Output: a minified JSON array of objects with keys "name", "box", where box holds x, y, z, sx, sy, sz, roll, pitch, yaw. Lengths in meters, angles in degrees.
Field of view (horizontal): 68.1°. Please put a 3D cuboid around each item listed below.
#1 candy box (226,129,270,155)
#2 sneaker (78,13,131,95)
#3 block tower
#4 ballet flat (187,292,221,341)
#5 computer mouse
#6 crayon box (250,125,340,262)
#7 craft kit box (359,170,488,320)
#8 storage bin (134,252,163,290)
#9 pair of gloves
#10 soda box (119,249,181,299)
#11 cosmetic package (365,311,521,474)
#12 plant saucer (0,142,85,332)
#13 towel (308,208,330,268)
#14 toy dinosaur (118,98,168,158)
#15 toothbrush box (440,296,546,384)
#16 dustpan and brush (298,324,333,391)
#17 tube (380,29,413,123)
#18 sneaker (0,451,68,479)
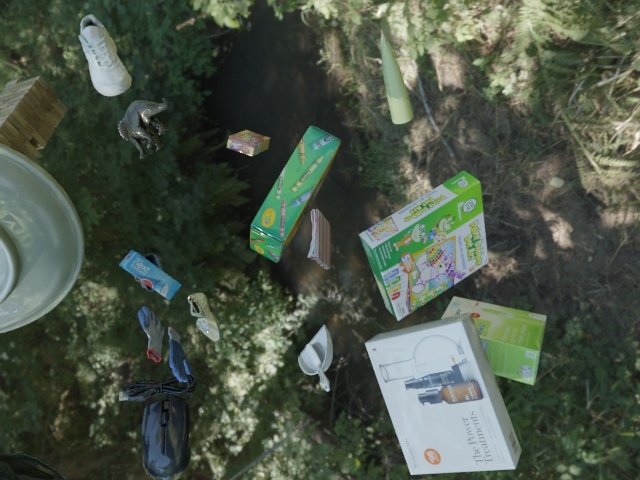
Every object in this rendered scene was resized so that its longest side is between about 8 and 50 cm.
[{"name":"candy box","box":[-0.281,-0.385,1.866,0.109,0.186,0.053,20,111,6]},{"name":"sneaker","box":[-0.530,-0.446,1.135,0.232,0.090,0.115,59,167,23]},{"name":"block tower","box":[-0.604,-0.189,0.912,0.091,0.097,0.335,65,-162,-47]},{"name":"ballet flat","box":[-0.314,0.206,1.261,0.168,0.053,0.057,53,130,41]},{"name":"computer mouse","box":[-0.400,0.485,1.196,0.072,0.189,0.272,161,103,-78]},{"name":"crayon box","box":[-0.060,-0.102,1.080,0.081,0.278,0.165,28,161,1]},{"name":"craft kit box","box":[0.223,0.019,0.971,0.061,0.247,0.249,48,169,45]},{"name":"storage bin","box":[-0.665,0.126,1.809,0.091,0.098,0.135,-10,103,50]},{"name":"pair of gloves","box":[-0.369,0.249,1.125,0.198,0.023,0.159,62,180,-42]},{"name":"soda box","box":[-0.610,0.125,1.708,0.210,0.071,0.067,45,161,-31]},{"name":"cosmetic package","box":[0.314,0.407,1.246,0.285,0.097,0.376,-22,85,34]},{"name":"plant saucer","box":[-0.617,0.020,0.784,0.100,0.401,0.400,-125,23,-57]},{"name":"towel","box":[0.000,0.000,1.395,0.197,0.029,0.144,46,-136,-73]},{"name":"toy dinosaur","box":[-0.572,-0.370,1.510,0.160,0.121,0.313,50,151,-3]},{"name":"toothbrush box","box":[0.513,0.291,1.429,0.284,0.206,0.122,9,115,28]},{"name":"dustpan and brush","box":[-0.003,0.369,1.425,0.147,0.060,0.211,-53,43,17]},{"name":"tube","box":[0.196,-0.432,1.266,0.070,0.062,0.240,24,144,49]},{"name":"sneaker","box":[-0.677,0.510,0.992,0.140,0.125,0.340,22,154,35]}]
